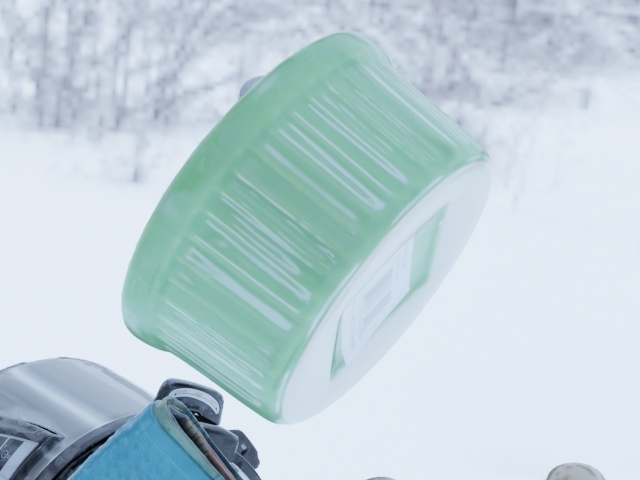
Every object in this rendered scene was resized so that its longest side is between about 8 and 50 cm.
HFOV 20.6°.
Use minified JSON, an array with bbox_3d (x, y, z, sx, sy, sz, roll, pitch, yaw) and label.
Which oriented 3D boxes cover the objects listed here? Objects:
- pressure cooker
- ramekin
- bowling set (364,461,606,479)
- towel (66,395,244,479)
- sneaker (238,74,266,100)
[{"bbox_3d":[-0.256,0.352,2.119,0.375,0.370,0.420,-30,30,-26],"label":"pressure cooker"},{"bbox_3d":[0.000,0.000,1.386,0.148,0.303,0.303,38,22,16],"label":"ramekin"},{"bbox_3d":[0.152,0.208,0.930,0.287,0.200,0.154,32,37,-15],"label":"bowling set"},{"bbox_3d":[-0.168,0.343,1.634,0.271,0.370,0.040,49,29,5],"label":"towel"},{"bbox_3d":[-0.025,-0.147,1.763,0.083,0.098,0.223,-36,35,-15],"label":"sneaker"}]
